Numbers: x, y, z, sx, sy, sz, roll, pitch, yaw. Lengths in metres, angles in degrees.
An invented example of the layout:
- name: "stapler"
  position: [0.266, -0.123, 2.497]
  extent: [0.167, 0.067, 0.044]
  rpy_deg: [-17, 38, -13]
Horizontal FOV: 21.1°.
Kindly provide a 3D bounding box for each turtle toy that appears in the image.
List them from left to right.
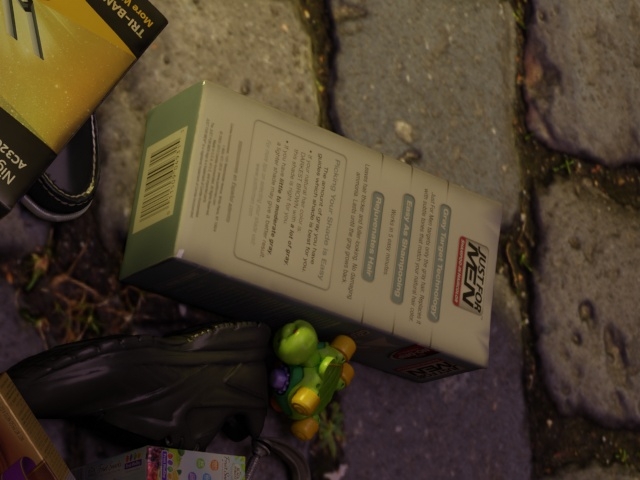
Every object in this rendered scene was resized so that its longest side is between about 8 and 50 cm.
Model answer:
- name: "turtle toy"
  position: [-0.015, 0.126, 1.666]
  extent: [0.066, 0.130, 0.095]
  rpy_deg: [26, 58, 17]

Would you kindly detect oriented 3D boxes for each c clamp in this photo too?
- name: "c clamp"
  position: [-0.064, 0.249, 1.627]
  extent: [0.137, 0.022, 0.160]
  rpy_deg: [52, 50, -30]

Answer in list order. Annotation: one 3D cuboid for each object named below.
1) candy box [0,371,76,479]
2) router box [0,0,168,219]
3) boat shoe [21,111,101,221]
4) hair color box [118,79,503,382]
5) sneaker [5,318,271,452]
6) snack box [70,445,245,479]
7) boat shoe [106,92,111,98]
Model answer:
- name: "candy box"
  position: [-0.264, 0.219, 1.449]
  extent: [0.109, 0.053, 0.186]
  rpy_deg: [-31, 97, 4]
- name: "router box"
  position: [-0.297, -0.188, 1.286]
  extent: [0.309, 0.081, 0.243]
  rpy_deg: [44, 49, -14]
- name: "boat shoe"
  position: [-0.262, -0.169, 1.572]
  extent: [0.114, 0.091, 0.302]
  rpy_deg: [-19, 89, -39]
- name: "hair color box"
  position: [0.000, 0.000, 1.705]
  extent: [0.374, 0.114, 0.185]
  rpy_deg: [21, 66, -30]
- name: "sneaker"
  position: [-0.157, 0.145, 1.556]
  extent: [0.286, 0.109, 0.130]
  rpy_deg: [-5, 86, -35]
- name: "snack box"
  position: [-0.145, 0.212, 1.517]
  extent: [0.100, 0.141, 0.037]
  rpy_deg: [10, 70, -34]
- name: "boat shoe"
  position: [-0.339, -0.082, 1.470]
  extent: [0.367, 0.156, 0.136]
  rpy_deg: [-41, 108, -7]
